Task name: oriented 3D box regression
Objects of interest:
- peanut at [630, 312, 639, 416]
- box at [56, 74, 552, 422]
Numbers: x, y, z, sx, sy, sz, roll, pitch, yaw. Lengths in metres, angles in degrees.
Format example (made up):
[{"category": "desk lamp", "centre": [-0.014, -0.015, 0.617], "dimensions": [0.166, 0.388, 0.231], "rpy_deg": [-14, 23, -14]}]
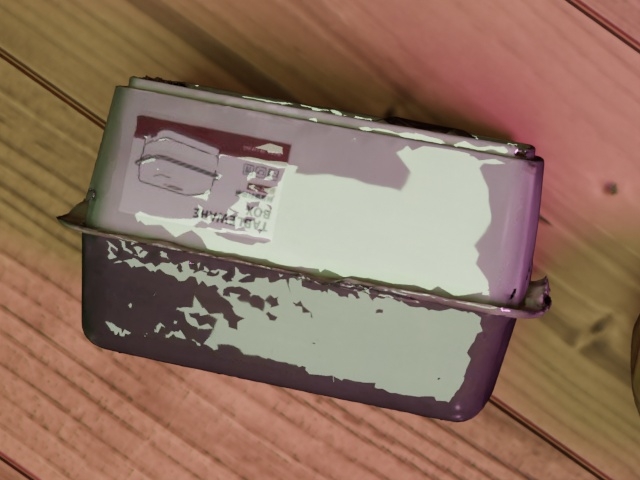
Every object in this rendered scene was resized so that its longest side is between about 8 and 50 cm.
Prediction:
[{"category": "peanut", "centre": [0.293, 0.132, 1.139], "dimensions": [0.152, 0.313, 0.152], "rpy_deg": [-11, 127, -15]}, {"category": "box", "centre": [0.000, 0.000, 1.183], "dimensions": [0.290, 0.220, 0.166], "rpy_deg": [11, 96, 7]}]
